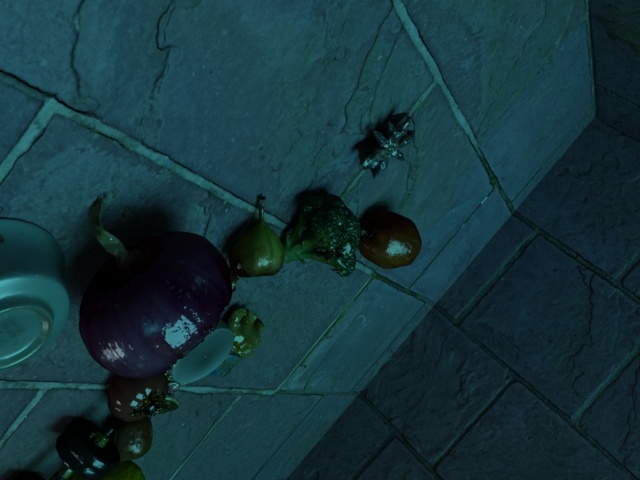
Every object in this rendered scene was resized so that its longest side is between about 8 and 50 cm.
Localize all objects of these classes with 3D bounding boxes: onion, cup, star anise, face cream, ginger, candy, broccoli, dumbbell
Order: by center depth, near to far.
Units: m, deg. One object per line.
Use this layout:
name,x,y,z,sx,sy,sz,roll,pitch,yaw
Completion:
cup,-0.643,0.142,1.170,0.347,0.163,0.347,-33,149,-23
onion,-0.387,0.127,1.323,0.345,0.358,0.358,25,106,-37
face cream,-0.371,0.260,1.648,0.201,0.187,0.201,-33,148,-24
dumbbell,-0.729,0.661,1.668,0.388,0.185,0.185,-45,151,-6
broccoli,0.000,0.000,1.819,0.269,0.269,0.254,-49,146,3
star anise,0.200,-0.289,1.843,0.236,0.093,0.229,-25,143,-38
ginger,-0.255,0.309,1.957,0.216,0.102,0.157,49,57,-56
candy,-0.352,0.391,1.967,0.097,0.062,0.194,-50,152,2

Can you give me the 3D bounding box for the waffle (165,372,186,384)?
waffle,-0.421,0.369,1.829,0.103,0.042,0.148,28,102,-35

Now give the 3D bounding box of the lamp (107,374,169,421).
lamp,-0.523,0.448,1.728,0.182,0.140,0.181,-33,144,-29

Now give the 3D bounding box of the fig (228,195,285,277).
fig,-0.163,0.007,1.662,0.160,0.143,0.230,4,126,-34

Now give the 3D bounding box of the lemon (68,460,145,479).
lemon,-0.670,0.802,1.823,0.310,0.254,0.253,-71,179,-53

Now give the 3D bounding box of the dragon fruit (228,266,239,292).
dragon fruit,-0.275,0.116,1.708,0.081,0.086,0.116,-58,147,7

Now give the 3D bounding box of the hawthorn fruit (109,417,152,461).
hawthorn fruit,-0.580,0.590,1.819,0.149,0.149,0.189,-14,140,-45

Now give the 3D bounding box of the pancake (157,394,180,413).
pancake,-0.515,0.521,1.888,0.140,0.022,0.139,-7,143,-5

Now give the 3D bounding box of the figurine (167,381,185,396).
figurine,-0.464,0.452,1.909,0.129,0.054,0.072,-36,135,-6

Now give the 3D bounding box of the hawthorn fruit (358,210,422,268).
hawthorn fruit,0.221,-0.008,2.123,0.299,0.211,0.211,13,116,-44
